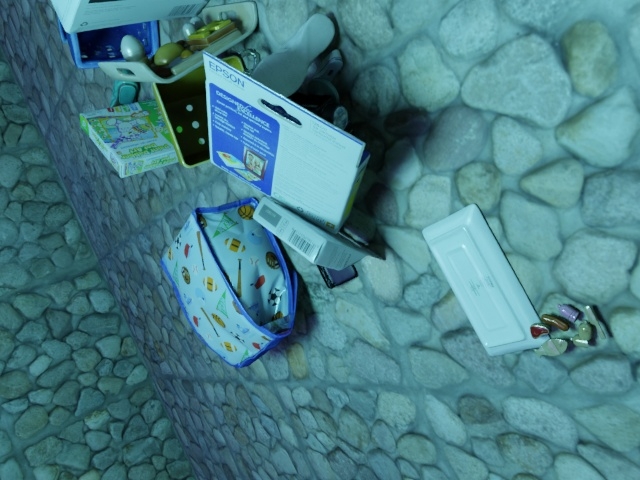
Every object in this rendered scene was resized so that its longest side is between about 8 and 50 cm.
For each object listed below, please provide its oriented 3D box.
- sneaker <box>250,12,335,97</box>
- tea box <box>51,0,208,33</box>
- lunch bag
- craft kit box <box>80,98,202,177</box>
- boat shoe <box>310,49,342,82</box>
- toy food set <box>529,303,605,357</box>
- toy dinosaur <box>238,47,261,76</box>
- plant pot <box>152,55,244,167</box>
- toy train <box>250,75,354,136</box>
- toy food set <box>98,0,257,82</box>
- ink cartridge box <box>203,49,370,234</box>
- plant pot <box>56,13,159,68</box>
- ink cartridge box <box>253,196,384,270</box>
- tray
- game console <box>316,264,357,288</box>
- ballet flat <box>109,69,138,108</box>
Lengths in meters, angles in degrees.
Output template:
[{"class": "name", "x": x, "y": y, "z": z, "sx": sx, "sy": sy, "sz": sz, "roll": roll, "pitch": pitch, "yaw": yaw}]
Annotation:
[{"class": "sneaker", "x": -0.062, "y": -0.331, "z": 1.033, "sx": 0.080, "sy": 0.212, "sz": 0.094, "roll": 48, "pitch": 167, "yaw": -22}, {"class": "tea box", "x": -0.430, "y": -0.661, "z": 1.176, "sx": 0.220, "sy": 0.329, "sz": 0.324, "roll": -16, "pitch": 97, "yaw": 55}, {"class": "lunch bag", "x": -0.229, "y": 0.131, "z": 1.487, "sx": 0.328, "sy": 0.238, "sz": 0.386, "roll": -44, "pitch": 68, "yaw": 51}, {"class": "craft kit box", "x": -0.511, "y": -0.300, "z": 1.567, "sx": 0.247, "sy": 0.249, "sz": 0.061, "roll": 47, "pitch": 140, "yaw": 23}, {"class": "boat shoe", "x": 0.011, "y": -0.335, "z": 1.071, "sx": 0.100, "sy": 0.035, "sz": 0.035, "roll": -35, "pitch": 55, "yaw": 58}, {"class": "toy food set", "x": 0.387, "y": 0.140, "z": 0.877, "sx": 0.122, "sy": 0.019, "sz": 0.078, "roll": -29, "pitch": 85, "yaw": 48}, {"class": "toy dinosaur", "x": -0.124, "y": -0.357, "z": 1.203, "sx": 0.118, "sy": 0.064, "sz": 0.268, "roll": 39, "pitch": 139, "yaw": 10}, {"class": "plant pot", "x": -0.285, "y": -0.298, "z": 1.334, "sx": 0.187, "sy": 0.212, "sz": 0.212, "roll": 4, "pitch": 114, "yaw": 65}, {"class": "toy train", "x": -0.075, "y": -0.223, "z": 1.123, "sx": 0.333, "sy": 0.142, "sz": 0.190, "roll": 15, "pitch": 138, "yaw": 37}, {"class": "toy food set", "x": -0.307, "y": -0.438, "z": 1.189, "sx": 0.219, "sy": 0.306, "sz": 0.092, "roll": 18, "pitch": 141, "yaw": 45}, {"class": "ink cartridge box", "x": -0.064, "y": -0.172, "z": 0.984, "sx": 0.303, "sy": 0.072, "sz": 0.307, "roll": 32, "pitch": 151, "yaw": 7}, {"class": "plant pot", "x": -0.598, "y": -0.626, "z": 1.506, "sx": 0.212, "sy": 0.235, "sz": 0.236, "roll": 43, "pitch": 139, "yaw": 38}, {"class": "ink cartridge box", "x": 0.000, "y": 0.000, "z": 1.121, "sx": 0.189, "sy": 0.232, "sz": 0.066, "roll": 35, "pitch": 95, "yaw": 35}, {"class": "tray", "x": 0.282, "y": 0.081, "z": 0.975, "sx": 0.145, "sy": 0.030, "sz": 0.271, "roll": -33, "pitch": 84, "yaw": 54}, {"class": "game console", "x": 0.026, "y": 0.046, "z": 1.296, "sx": 0.122, "sy": 0.071, "sz": 0.107, "roll": 64, "pitch": 175, "yaw": 2}, {"class": "ballet flat", "x": -0.645, "y": -0.467, "z": 1.800, "sx": 0.247, "sy": 0.083, "sz": 0.087, "roll": -42, "pitch": 52, "yaw": 53}]
